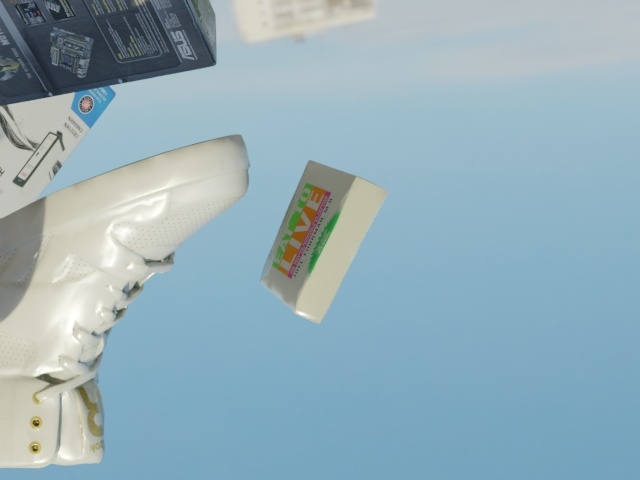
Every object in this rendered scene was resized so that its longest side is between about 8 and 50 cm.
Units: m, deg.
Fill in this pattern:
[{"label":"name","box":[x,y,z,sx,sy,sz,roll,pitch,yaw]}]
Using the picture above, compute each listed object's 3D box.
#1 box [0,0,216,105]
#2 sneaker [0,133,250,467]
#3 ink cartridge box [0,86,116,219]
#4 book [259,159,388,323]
[{"label":"box","box":[-0.193,-0.199,1.348,0.183,0.231,0.056,-9,-123,11]},{"label":"sneaker","box":[-0.148,0.054,1.183,0.293,0.169,0.108,-25,174,21]},{"label":"ink cartridge box","box":[-0.320,-0.114,1.821,0.086,0.148,0.203,29,-100,32]},{"label":"book","box":[0.000,0.000,1.226,0.035,0.096,0.144,26,180,-13]}]
